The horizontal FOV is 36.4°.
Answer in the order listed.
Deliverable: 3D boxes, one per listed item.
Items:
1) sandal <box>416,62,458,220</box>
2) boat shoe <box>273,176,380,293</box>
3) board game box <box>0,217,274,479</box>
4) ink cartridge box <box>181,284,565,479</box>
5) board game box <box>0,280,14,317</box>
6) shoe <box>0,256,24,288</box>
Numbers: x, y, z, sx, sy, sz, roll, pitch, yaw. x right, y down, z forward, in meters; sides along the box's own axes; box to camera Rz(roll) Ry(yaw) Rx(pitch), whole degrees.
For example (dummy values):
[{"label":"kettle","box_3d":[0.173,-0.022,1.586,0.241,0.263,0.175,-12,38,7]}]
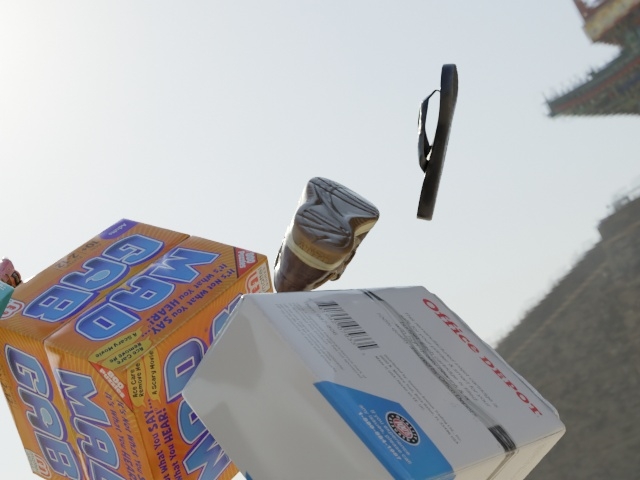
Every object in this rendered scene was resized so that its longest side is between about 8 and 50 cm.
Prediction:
[{"label":"sandal","box_3d":[0.168,-0.148,1.503,0.097,0.054,0.255,-61,-18,-63]},{"label":"boat shoe","box_3d":[0.000,0.000,1.453,0.123,0.123,0.342,-59,1,20]},{"label":"board game box","box_3d":[-0.308,0.224,1.710,0.356,0.356,0.356,-40,-48,-42]},{"label":"ink cartridge box","box_3d":[0.079,0.207,1.179,0.395,0.285,0.166,1,-51,-53]},{"label":"board game box","box_3d":[-0.527,0.079,1.093,0.079,0.253,0.336,-59,7,16]},{"label":"shoe","box_3d":[-0.571,0.084,1.738,0.081,0.178,0.064,-31,-58,-15]}]
